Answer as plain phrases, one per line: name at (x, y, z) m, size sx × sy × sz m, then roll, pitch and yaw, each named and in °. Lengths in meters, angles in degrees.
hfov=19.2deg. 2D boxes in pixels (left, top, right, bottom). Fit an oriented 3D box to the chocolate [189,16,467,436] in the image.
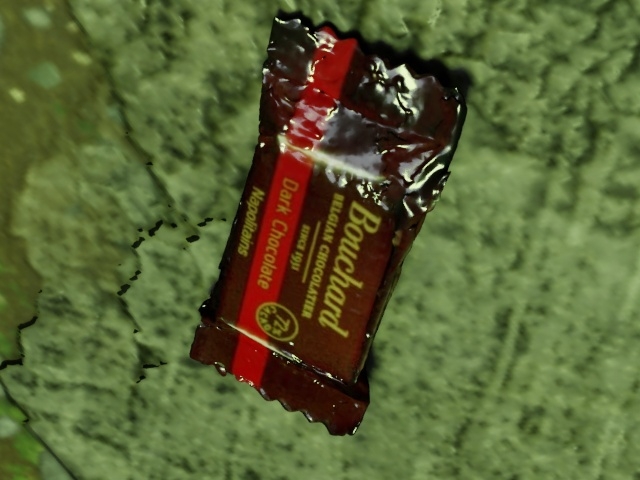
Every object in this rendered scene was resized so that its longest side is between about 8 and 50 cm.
chocolate at (0.000, 0.000, 0.731) m, size 0.086 × 0.028 × 0.182 m, roll 24°, pitch 132°, yaw 11°
